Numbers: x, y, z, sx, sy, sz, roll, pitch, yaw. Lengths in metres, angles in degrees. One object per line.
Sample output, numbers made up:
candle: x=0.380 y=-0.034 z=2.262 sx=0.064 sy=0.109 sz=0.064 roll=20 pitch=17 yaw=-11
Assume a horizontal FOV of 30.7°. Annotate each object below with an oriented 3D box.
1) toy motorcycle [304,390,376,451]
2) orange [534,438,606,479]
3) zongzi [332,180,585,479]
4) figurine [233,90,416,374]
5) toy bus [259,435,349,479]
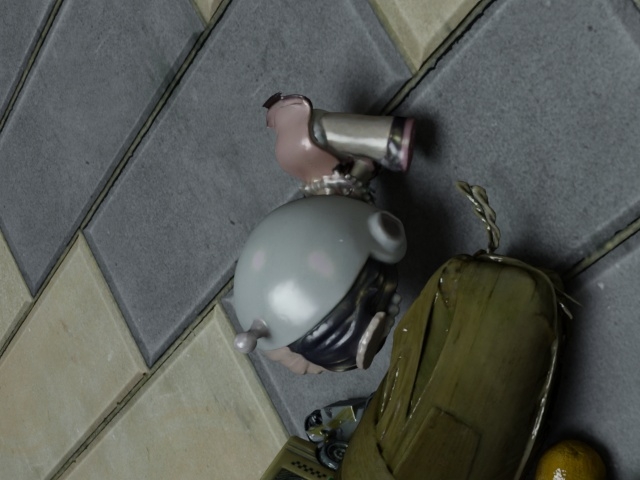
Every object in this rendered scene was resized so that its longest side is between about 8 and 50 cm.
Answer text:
toy motorcycle: x=0.062 y=0.314 z=1.768 sx=0.225 sy=0.073 sz=0.152 roll=-26 pitch=82 yaw=49
orange: x=0.309 y=0.294 z=1.451 sx=0.085 sy=0.085 sz=0.095 roll=41 pitch=136 yaw=34
zongzi: x=0.126 y=0.226 z=1.354 sx=0.218 sy=0.467 sz=0.500 roll=23 pitch=121 yaw=20
figurine: x=-0.003 y=0.003 z=1.546 sx=0.253 sy=0.210 sz=0.362 roll=130 pitch=148 yaw=-64
toy bus: x=0.072 y=0.441 z=1.644 sx=0.365 sy=0.202 sz=0.177 roll=22 pitch=123 yaw=18
